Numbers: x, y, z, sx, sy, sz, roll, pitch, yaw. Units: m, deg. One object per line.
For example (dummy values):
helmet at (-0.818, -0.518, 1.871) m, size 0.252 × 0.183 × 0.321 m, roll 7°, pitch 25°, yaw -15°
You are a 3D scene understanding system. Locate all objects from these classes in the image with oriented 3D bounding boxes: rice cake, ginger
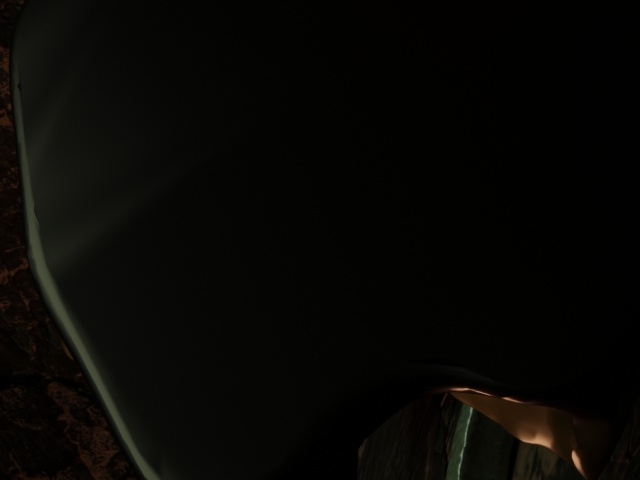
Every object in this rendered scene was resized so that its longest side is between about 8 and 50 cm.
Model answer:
rice cake at (0.104, 0.080, 0.911) m, size 0.029 × 0.033 × 0.170 m, roll 140°, pitch 145°, yaw -75°
ginger at (0.053, -0.049, 0.727) m, size 0.211 × 0.358 × 0.413 m, roll 47°, pitch -148°, yaw -54°
